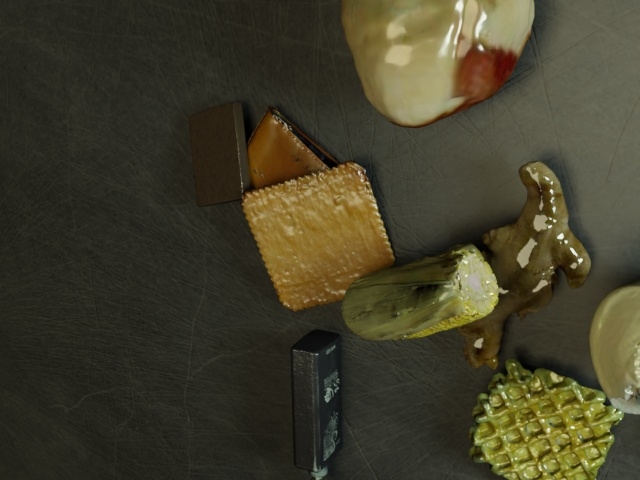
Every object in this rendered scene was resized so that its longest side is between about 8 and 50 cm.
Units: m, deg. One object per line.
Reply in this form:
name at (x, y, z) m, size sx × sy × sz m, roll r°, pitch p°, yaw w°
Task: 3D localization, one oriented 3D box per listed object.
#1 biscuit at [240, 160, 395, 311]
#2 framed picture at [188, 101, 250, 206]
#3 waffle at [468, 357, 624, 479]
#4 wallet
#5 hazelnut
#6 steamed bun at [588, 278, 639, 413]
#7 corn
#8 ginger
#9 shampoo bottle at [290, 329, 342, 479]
biscuit at (0.000, 0.000, 1.162) m, size 0.232 × 0.013 × 0.236 m, roll -14°, pitch 108°, yaw 20°
framed picture at (-0.181, -0.151, 1.226) m, size 0.128 × 0.023 × 0.168 m, roll -7°, pitch 89°, yaw 41°
waffle at (0.336, 0.296, 1.064) m, size 0.204 × 0.054 × 0.223 m, roll 18°, pitch 113°, yaw 13°
wallet at (-0.056, -0.110, 1.188) m, size 0.195 × 0.042 × 0.161 m, roll 43°, pitch 117°, yaw 14°
hazelnut at (0.144, -0.283, 0.932) m, size 0.261 × 0.241 × 0.261 m, roll 0°, pitch 93°, yaw 3°
steamed bun at (0.453, 0.143, 0.861) m, size 0.200 × 0.226 × 0.170 m, roll 36°, pitch 118°, yaw 37°
corn at (0.138, 0.082, 1.021) m, size 0.305 × 0.123 × 0.122 m, roll -28°, pitch 66°, yaw 57°
ginger at (0.286, 0.051, 1.014) m, size 0.166 × 0.080 × 0.333 m, roll 32°, pitch 117°, yaw 5°
shampoo bottle at (-0.007, 0.324, 1.246) m, size 0.071 × 0.098 × 0.309 m, roll 7°, pitch 108°, yaw 24°
